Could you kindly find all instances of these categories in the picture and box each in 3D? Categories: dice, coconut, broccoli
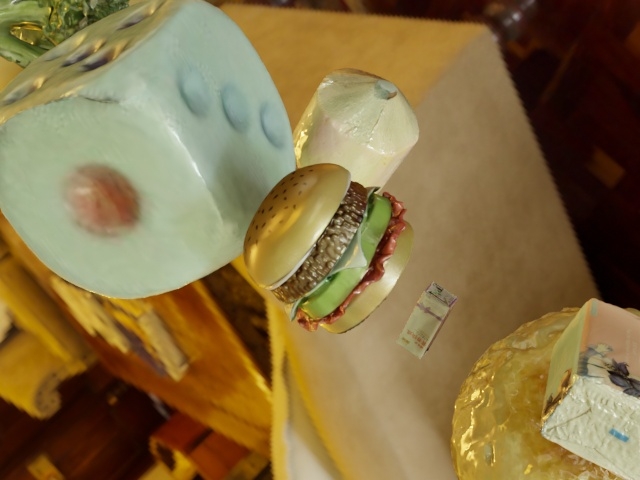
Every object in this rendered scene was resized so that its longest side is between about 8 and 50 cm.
[{"bbox_3d":[-0.204,-0.110,1.370,0.265,0.262,0.268,-18,117,27],"label":"dice"},{"bbox_3d":[0.047,-0.140,1.480,0.147,0.147,0.152,41,131,12],"label":"coconut"},{"bbox_3d":[-0.397,-0.314,1.615,0.249,0.302,0.375,-37,-65,-79],"label":"broccoli"}]

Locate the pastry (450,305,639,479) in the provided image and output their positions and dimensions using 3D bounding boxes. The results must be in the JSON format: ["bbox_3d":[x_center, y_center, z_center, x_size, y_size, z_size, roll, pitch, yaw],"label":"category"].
[{"bbox_3d":[0.361,0.279,1.528,0.388,0.388,0.312,36,161,23],"label":"pastry"}]

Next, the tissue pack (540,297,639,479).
[{"bbox_3d":[0.172,0.085,0.681,0.074,0.094,0.058,25,120,1],"label":"tissue pack"}]

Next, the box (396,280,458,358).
[{"bbox_3d":[0.162,0.123,1.794,0.051,0.036,0.117,33,126,15],"label":"box"}]

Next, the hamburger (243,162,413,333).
[{"bbox_3d":[-0.002,0.001,1.184,0.137,0.175,0.175,36,161,-17],"label":"hamburger"}]
